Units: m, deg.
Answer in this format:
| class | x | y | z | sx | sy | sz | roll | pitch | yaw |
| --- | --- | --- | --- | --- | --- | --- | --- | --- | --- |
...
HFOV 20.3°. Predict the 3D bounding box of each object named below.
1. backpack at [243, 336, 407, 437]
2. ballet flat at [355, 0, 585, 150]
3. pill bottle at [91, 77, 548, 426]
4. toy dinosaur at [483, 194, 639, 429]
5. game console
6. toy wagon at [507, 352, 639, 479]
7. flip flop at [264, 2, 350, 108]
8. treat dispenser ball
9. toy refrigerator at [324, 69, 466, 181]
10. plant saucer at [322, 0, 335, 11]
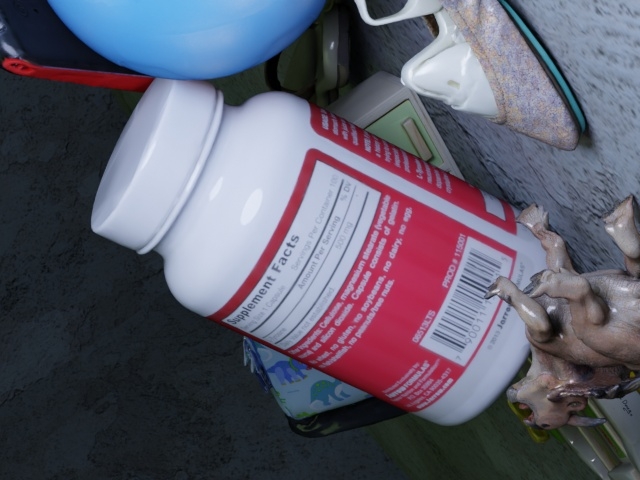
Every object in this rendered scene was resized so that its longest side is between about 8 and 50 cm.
| class | x | y | z | sx | sy | sz | roll | pitch | yaw |
| --- | --- | --- | --- | --- | --- | --- | --- | --- | --- |
| backpack | 0.015 | 0.069 | 2.286 | 0.273 | 0.290 | 0.356 | -52 | -56 | -71 |
| ballet flat | 0.092 | -0.183 | 1.434 | 0.316 | 0.106 | 0.107 | 56 | 171 | -11 |
| pill bottle | 0.000 | 0.000 | 1.702 | 0.407 | 0.229 | 0.229 | 26 | 179 | -16 |
| toy dinosaur | 0.254 | 0.074 | 1.537 | 0.200 | 0.127 | 0.295 | 47 | 158 | -15 |
| game console | -0.277 | -0.313 | 1.702 | 0.387 | 0.060 | 0.342 | 61 | -160 | 13 |
| toy wagon | 0.274 | 0.171 | 1.940 | 0.267 | 0.068 | 0.344 | 54 | 172 | 4 |
| flip flop | -0.020 | -0.191 | 1.963 | 0.277 | 0.080 | 0.112 | 141 | 124 | -79 |
| treat dispenser ball | -0.116 | -0.283 | 1.562 | 0.288 | 0.288 | 0.288 | 53 | 171 | 12 |
| toy refrigerator | 0.105 | -0.040 | 1.928 | 0.269 | 0.102 | 0.094 | 59 | 170 | -23 |
| plant saucer | -0.044 | -0.341 | 1.797 | 0.241 | 0.037 | 0.241 | 53 | 171 | 13 |
